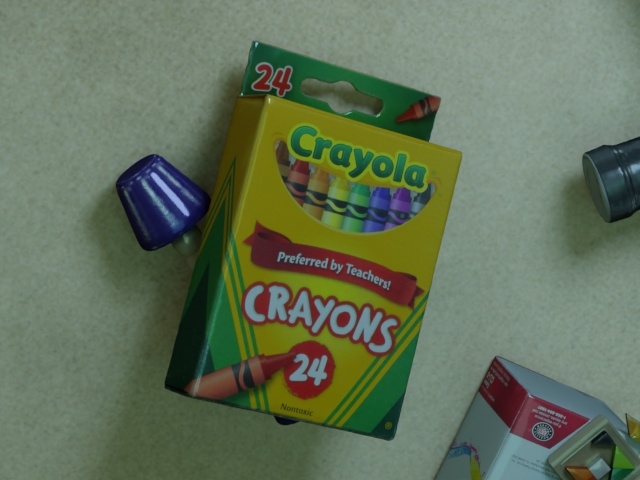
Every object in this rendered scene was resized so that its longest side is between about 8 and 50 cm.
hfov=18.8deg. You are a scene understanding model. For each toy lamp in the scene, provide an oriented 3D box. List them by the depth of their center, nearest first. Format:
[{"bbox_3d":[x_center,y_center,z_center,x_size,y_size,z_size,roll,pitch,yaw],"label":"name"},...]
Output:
[{"bbox_3d":[-0.088,0.042,1.752,0.080,0.080,0.274,-34,108,1],"label":"toy lamp"}]

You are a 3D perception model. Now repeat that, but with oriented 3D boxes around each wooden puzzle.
[{"bbox_3d":[0.251,0.202,1.738,0.078,0.014,0.116,43,93,-17],"label":"wooden puzzle"}]

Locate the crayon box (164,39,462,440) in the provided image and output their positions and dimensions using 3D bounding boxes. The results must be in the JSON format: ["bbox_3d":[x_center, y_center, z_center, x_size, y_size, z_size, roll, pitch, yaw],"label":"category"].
[{"bbox_3d":[0.000,0.000,1.701,0.202,0.081,0.318,14,88,-24],"label":"crayon box"}]

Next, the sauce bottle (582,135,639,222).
[{"bbox_3d":[0.411,-0.105,1.772,0.344,0.111,0.111,-18,105,-2],"label":"sauce bottle"}]

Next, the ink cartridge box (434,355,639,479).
[{"bbox_3d":[0.194,0.224,1.808,0.128,0.127,0.176,24,98,-15],"label":"ink cartridge box"}]
